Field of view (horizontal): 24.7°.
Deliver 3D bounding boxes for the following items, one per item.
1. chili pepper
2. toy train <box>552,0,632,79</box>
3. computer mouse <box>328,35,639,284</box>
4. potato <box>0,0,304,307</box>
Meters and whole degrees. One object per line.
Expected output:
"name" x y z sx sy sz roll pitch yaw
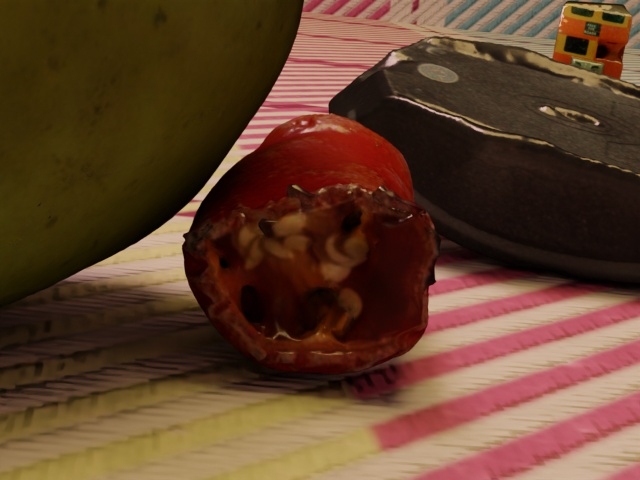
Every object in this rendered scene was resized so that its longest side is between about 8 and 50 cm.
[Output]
"chili pepper" 0.000 0.000 0.451 0.070 0.073 0.123 48 10 -9
"toy train" 0.256 -0.181 1.408 0.072 0.099 0.188 8 12 9
"computer mouse" 0.113 -0.023 0.629 0.231 0.071 0.126 16 25 5
"potato" -0.133 -0.073 0.376 0.216 0.216 0.304 15 23 37
